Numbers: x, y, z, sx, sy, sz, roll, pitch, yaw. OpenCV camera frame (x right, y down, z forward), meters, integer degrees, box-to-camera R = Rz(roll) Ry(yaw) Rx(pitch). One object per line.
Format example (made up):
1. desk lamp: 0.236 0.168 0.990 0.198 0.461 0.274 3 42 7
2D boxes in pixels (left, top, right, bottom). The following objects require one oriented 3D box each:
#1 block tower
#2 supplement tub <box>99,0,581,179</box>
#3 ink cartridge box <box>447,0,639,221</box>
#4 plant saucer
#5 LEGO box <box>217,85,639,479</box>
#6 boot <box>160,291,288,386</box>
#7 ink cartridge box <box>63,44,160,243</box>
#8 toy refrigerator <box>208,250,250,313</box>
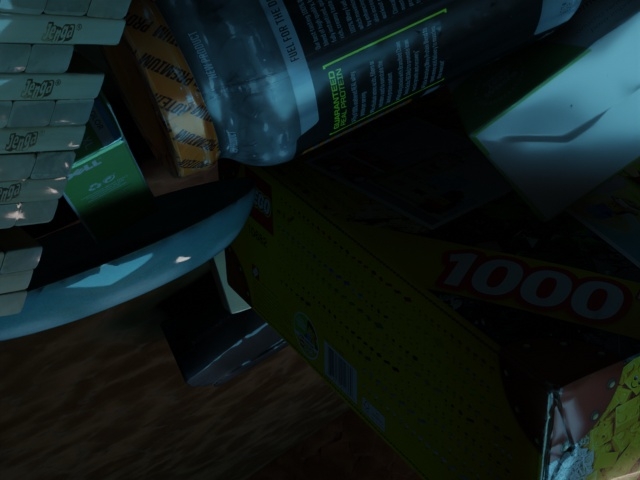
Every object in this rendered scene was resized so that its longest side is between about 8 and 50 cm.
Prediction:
1. block tower: -0.175 -0.111 0.612 0.091 0.097 0.335 -11 131 -53
2. supplement tub: 0.009 -0.176 0.775 0.316 0.194 0.193 -27 163 -14
3. ink cartridge box: 0.202 -0.205 0.966 0.207 0.353 0.119 -37 122 19
4. plant saucer: -0.200 0.019 0.984 0.317 0.044 0.317 -19 -169 4
5. LEGO box: 0.182 0.020 1.022 0.372 0.500 0.193 -19 124 -26
6. boot: 0.026 0.073 1.616 0.445 0.146 0.367 -36 154 5
7. ink cartridge box: -0.188 -0.086 0.845 0.062 0.109 0.209 -29 164 -8
8. toy refrigerator: 0.000 0.000 1.360 0.269 0.094 0.102 -19 -175 -9
